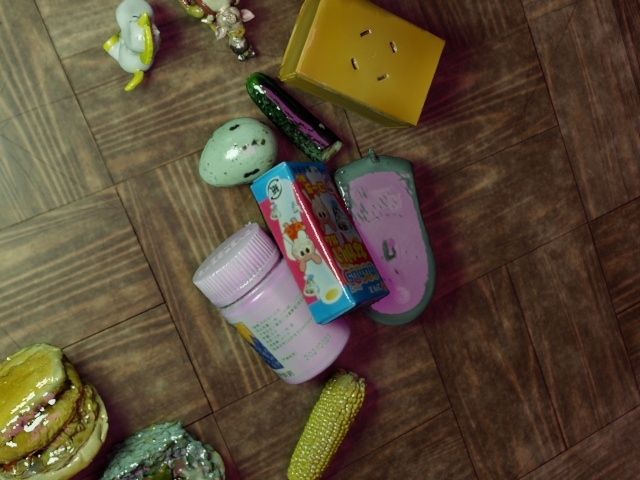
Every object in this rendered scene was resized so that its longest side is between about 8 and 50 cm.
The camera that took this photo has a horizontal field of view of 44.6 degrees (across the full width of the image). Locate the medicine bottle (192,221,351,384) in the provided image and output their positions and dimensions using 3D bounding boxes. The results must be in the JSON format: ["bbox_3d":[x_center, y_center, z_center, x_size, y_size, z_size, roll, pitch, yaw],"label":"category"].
[{"bbox_3d":[-0.093,0.125,1.527,0.178,0.178,0.290,-45,107,-12],"label":"medicine bottle"}]

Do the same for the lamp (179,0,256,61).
[{"bbox_3d":[-0.202,-0.453,1.478,0.118,0.118,0.253,-35,104,-15],"label":"lamp"}]

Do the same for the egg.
[{"bbox_3d":[-0.158,-0.163,1.509,0.164,0.131,0.131,-39,106,0],"label":"egg"}]

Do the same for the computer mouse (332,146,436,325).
[{"bbox_3d":[0.127,-0.009,1.631,0.188,0.122,0.371,-10,94,-12],"label":"computer mouse"}]

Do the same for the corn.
[{"bbox_3d":[0.013,0.393,1.635,0.091,0.091,0.260,29,88,-2],"label":"corn"}]

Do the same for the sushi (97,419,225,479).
[{"bbox_3d":[-0.321,0.463,1.485,0.274,0.139,0.184,-24,100,-24],"label":"sushi"}]

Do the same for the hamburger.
[{"bbox_3d":[-0.502,0.312,1.369,0.244,0.244,0.163,-41,128,-13],"label":"hamburger"}]

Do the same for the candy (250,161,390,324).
[{"bbox_3d":[0.001,-0.001,1.507,0.157,0.100,0.306,-9,71,-60],"label":"candy"}]

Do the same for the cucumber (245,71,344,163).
[{"bbox_3d":[-0.058,-0.245,1.571,0.241,0.074,0.074,40,80,-16],"label":"cucumber"}]

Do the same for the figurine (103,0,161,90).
[{"bbox_3d":[-0.326,-0.363,1.408,0.109,0.178,0.129,-3,68,-25],"label":"figurine"}]

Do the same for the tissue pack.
[{"bbox_3d":[0.079,-0.360,1.575,0.274,0.145,0.194,21,85,-20],"label":"tissue pack"}]
